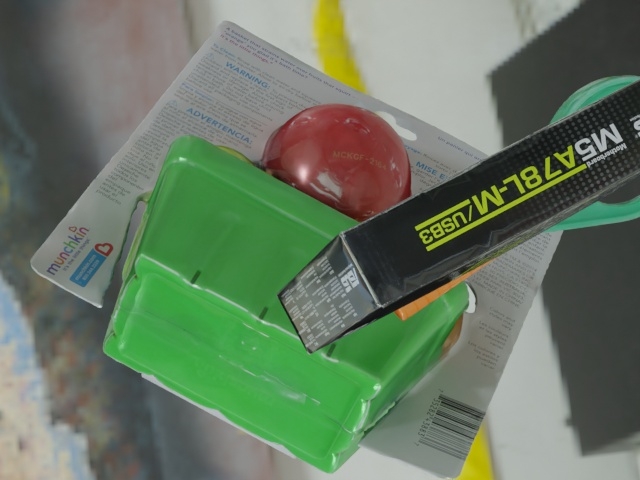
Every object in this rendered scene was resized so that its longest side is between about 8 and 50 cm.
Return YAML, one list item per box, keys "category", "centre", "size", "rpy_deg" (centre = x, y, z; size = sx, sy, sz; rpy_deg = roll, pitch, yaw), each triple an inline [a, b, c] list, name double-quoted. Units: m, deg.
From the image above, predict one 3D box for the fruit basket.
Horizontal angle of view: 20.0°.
- category: "fruit basket"
  centre: [0.000, 0.000, 1.348]
  size: [0.165, 0.327, 0.353]
  rpy_deg: [-64, -3, 35]

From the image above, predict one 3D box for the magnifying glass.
- category: "magnifying glass"
  centre: [0.139, -0.024, 1.153]
  size: [0.092, 0.231, 0.026]
  rpy_deg: [59, 171, -16]

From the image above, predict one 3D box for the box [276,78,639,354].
- category: "box"
  centre: [0.079, -0.011, 0.890]
  size: [0.045, 0.184, 0.191]
  rpy_deg: [59, 165, 3]
